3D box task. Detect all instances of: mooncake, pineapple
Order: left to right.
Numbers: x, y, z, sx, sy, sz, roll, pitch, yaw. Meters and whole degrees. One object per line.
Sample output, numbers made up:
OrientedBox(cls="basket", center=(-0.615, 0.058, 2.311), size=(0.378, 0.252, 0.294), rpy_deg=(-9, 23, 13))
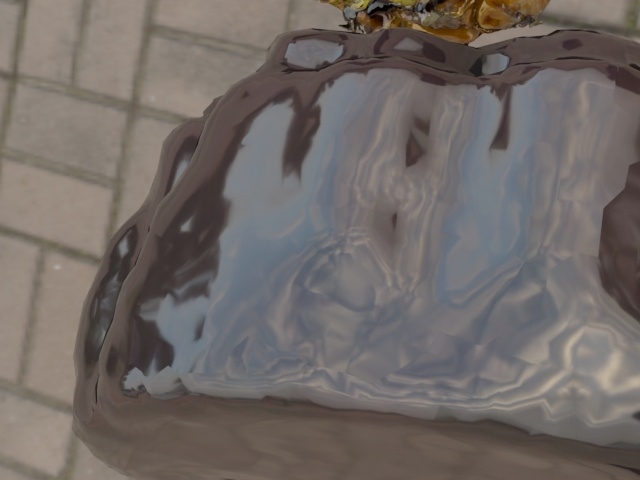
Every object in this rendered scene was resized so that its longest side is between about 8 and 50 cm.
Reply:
OrientedBox(cls="pineapple", center=(0.088, -0.179, 0.873), size=(0.224, 0.076, 0.225), rpy_deg=(-18, 42, 17))
OrientedBox(cls="mooncake", center=(0.097, 0.041, 0.709), size=(0.350, 0.381, 0.212), rpy_deg=(-9, 64, 55))
